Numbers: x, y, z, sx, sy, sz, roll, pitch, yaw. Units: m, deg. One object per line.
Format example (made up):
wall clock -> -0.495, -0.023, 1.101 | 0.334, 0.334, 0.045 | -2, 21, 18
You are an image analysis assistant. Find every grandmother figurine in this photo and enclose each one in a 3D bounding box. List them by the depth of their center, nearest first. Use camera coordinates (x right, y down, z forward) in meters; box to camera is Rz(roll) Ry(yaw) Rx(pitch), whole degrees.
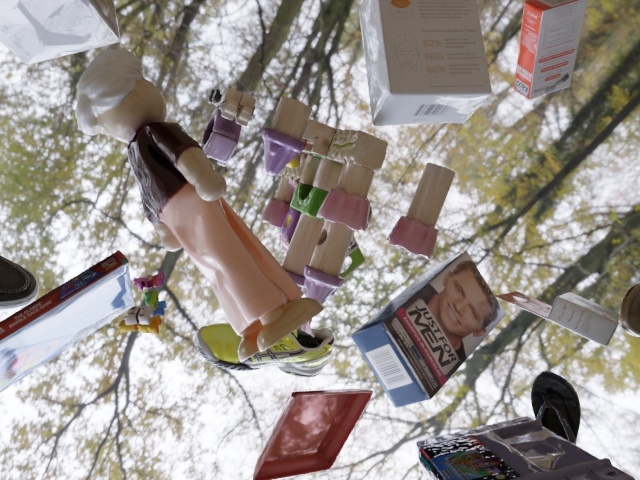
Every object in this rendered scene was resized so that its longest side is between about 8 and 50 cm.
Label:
grandmother figurine -> -0.138, -0.043, 0.633 | 0.104, 0.207, 0.343 | -31, -93, -40

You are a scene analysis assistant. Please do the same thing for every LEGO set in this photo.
LEGO set -> -0.419, 0.163, 1.418 | 0.093, 0.087, 0.227 | -7, -158, -3

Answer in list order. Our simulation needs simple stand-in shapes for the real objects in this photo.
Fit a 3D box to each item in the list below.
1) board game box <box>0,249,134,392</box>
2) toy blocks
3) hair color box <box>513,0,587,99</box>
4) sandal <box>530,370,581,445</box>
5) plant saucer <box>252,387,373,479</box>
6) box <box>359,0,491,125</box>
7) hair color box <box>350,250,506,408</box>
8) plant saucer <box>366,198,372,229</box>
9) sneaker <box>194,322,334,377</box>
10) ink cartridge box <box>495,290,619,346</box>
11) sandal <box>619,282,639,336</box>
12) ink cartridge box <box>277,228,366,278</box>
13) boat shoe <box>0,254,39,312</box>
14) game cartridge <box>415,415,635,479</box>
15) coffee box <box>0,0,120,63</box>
board game box -> -0.391, 0.130, 0.860 | 0.281, 0.145, 0.027 | -36, -109, -30
toy blocks -> -0.031, -0.034, 0.869 | 0.308, 0.260, 0.288 | 20, -176, -24
hair color box -> 0.400, -0.342, 1.076 | 0.093, 0.167, 0.053 | -20, -136, -13
sandal -> 0.487, 0.400, 1.265 | 0.054, 0.097, 0.255 | -6, -89, -58
plant saucer -> -0.024, 0.452, 1.468 | 0.259, 0.259, 0.047 | 10, -157, -44
box -> 0.128, -0.242, 0.777 | 0.129, 0.091, 0.171 | -3, -103, -10
hair color box -> 0.235, 0.174, 1.274 | 0.347, 0.105, 0.174 | -32, -90, -44
plant saucer -> 0.068, -0.102, 1.384 | 0.029, 0.168, 0.168 | -35, -112, -9
sneaker -> -0.142, 0.260, 1.635 | 0.384, 0.147, 0.145 | 10, -141, -26
ink cartridge box -> 0.540, 0.146, 1.375 | 0.238, 0.060, 0.275 | 27, -170, 25
sandal -> 0.461, 0.094, 0.781 | 0.180, 0.049, 0.072 | 12, -101, -15
ink cartridge box -> 0.000, 0.000, 1.827 | 0.188, 0.097, 0.255 | -36, -73, -37
boat shoe -> -0.659, 0.031, 1.077 | 0.335, 0.119, 0.121 | 24, -139, -31
game cartridge -> 0.289, 0.355, 0.953 | 0.229, 0.355, 0.068 | -7, -93, -4
coffee box -> -0.316, -0.368, 0.643 | 0.118, 0.168, 0.298 | -13, -101, 1
